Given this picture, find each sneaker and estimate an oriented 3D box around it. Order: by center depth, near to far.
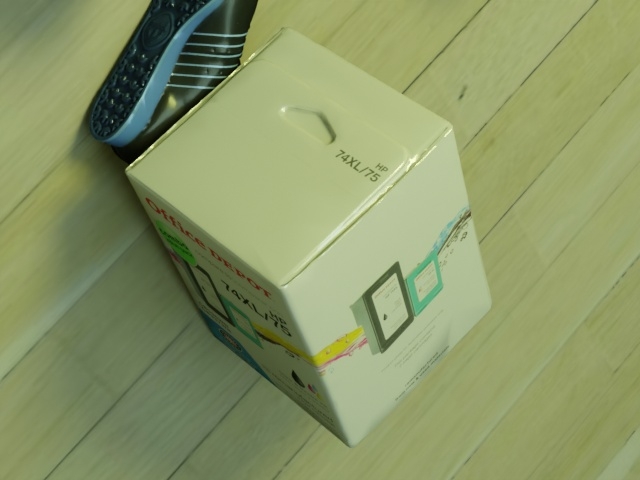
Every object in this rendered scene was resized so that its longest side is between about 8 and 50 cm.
[{"bbox_3d":[-0.101,-0.163,1.166,0.090,0.081,0.232,33,93,-45],"label":"sneaker"}]

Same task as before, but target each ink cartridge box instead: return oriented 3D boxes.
[{"bbox_3d":[0.000,0.000,1.182,0.197,0.198,0.270,-44,146,-16],"label":"ink cartridge box"}]
